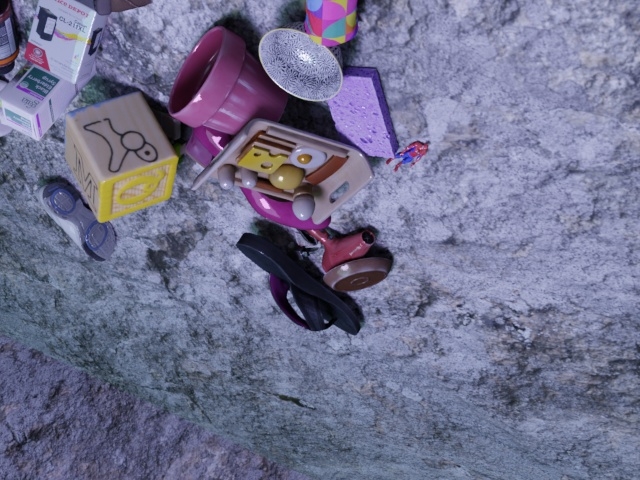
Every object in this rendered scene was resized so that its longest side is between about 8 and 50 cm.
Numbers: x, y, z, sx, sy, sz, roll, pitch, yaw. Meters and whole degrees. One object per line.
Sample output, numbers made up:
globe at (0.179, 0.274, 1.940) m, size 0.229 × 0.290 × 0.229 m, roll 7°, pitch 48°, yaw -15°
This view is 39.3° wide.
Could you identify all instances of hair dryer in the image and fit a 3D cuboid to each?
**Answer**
hair dryer at (0.000, 0.000, 2.123) m, size 0.294 × 0.080 × 0.223 m, roll 6°, pitch 142°, yaw 31°

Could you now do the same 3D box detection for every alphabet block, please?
alphabet block at (-0.457, -0.189, 2.043) m, size 0.197 × 0.192 × 0.193 m, roll 59°, pitch 155°, yaw 18°

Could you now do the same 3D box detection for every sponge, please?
sponge at (0.077, -0.250, 1.763) m, size 0.117 × 0.031 × 0.210 m, roll 9°, pitch 143°, yaw 28°

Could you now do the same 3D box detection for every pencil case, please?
pencil case at (0.023, -0.436, 1.492) m, size 0.104 × 0.104 × 0.236 m, roll 21°, pitch 149°, yaw 12°

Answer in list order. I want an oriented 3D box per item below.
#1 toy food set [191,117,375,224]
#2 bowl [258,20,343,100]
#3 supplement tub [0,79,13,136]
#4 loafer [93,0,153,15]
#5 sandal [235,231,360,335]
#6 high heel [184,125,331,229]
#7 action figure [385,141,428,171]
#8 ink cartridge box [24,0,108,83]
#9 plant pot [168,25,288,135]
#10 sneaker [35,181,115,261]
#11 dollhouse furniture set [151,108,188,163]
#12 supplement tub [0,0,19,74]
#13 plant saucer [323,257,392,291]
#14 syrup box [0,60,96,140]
toy food set at (-0.077, -0.125, 1.818) m, size 0.306 × 0.092 × 0.220 m, roll 14°, pitch 146°, yaw -31°
bowl at (-0.021, -0.347, 1.657) m, size 0.170 × 0.080 × 0.170 m, roll 21°, pitch 148°, yaw 14°
supplement tub at (-0.876, -0.340, 2.261) m, size 0.200 × 0.144 × 0.144 m, roll 10°, pitch 143°, yaw 28°
loafer at (-0.339, -0.560, 1.597) m, size 0.130 × 0.133 × 0.366 m, roll -4°, pitch 151°, yaw -18°
sandal at (-0.069, 0.140, 2.304) m, size 0.446 × 0.107 × 0.167 m, roll 42°, pitch 161°, yaw -34°
high heel at (-0.117, -0.161, 1.959) m, size 0.377 × 0.127 × 0.181 m, roll 29°, pitch 141°, yaw -8°
action figure at (0.179, -0.170, 1.803) m, size 0.038 × 0.030 × 0.115 m, roll 43°, pitch 143°, yaw -14°
ink cartridge box at (-0.526, -0.436, 1.860) m, size 0.127 × 0.072 × 0.175 m, roll 27°, pitch 121°, yaw 1°
plant pot at (-0.173, -0.291, 1.767) m, size 0.180 × 0.201 × 0.201 m, roll 29°, pitch 151°, yaw -28°
sneaker at (-0.702, -0.060, 2.581) m, size 0.129 × 0.111 × 0.297 m, roll 14°, pitch 144°, yaw 49°
dollhouse furniture set at (-0.350, -0.244, 2.107) m, size 0.076 × 0.058 × 0.151 m, roll 23°, pitch 129°, yaw 23°
supplement tub at (-0.738, -0.464, 2.021) m, size 0.106 × 0.106 × 0.198 m, roll 25°, pitch 148°, yaw 6°
plant saucer at (0.091, 0.085, 2.129) m, size 0.168 × 0.029 × 0.168 m, roll -11°, pitch 159°, yaw -4°
syrup box at (-0.594, -0.341, 1.958) m, size 0.093 × 0.237 × 0.096 m, roll 26°, pitch 148°, yaw 6°
